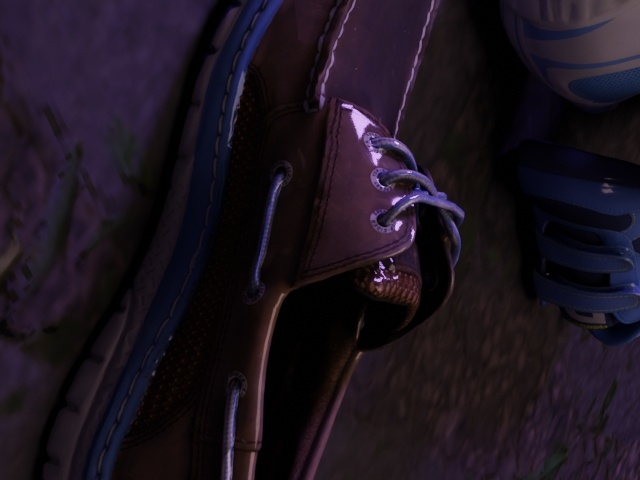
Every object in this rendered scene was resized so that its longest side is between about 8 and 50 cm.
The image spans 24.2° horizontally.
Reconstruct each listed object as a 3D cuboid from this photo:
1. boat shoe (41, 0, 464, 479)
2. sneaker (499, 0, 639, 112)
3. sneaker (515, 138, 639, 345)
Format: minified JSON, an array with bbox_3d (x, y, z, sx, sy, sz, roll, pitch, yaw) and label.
[{"bbox_3d":[0.000,0.000,0.373,0.066,0.066,0.183,31,79,-60],"label":"boat shoe"},{"bbox_3d":[0.160,-0.130,0.488,0.237,0.085,0.086,-35,151,3],"label":"sneaker"},{"bbox_3d":[0.108,0.002,0.572,0.144,0.053,0.059,33,79,-59],"label":"sneaker"}]
